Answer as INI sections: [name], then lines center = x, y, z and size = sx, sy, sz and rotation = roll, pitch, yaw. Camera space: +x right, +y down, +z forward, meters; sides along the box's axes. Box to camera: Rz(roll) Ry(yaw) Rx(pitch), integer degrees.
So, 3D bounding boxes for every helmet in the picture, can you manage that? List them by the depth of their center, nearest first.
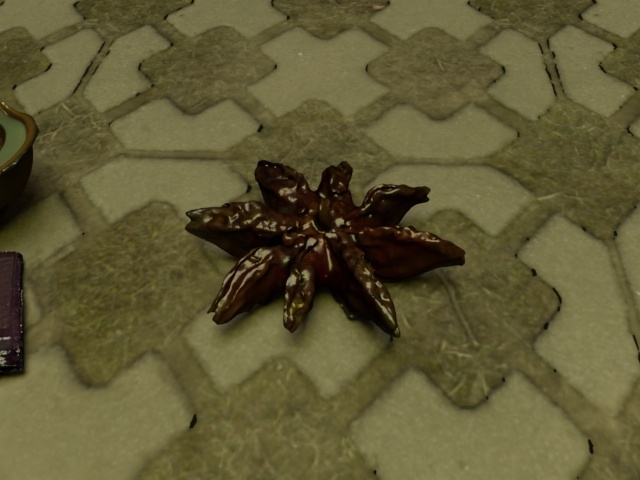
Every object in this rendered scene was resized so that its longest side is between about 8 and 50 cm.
[helmet]
center = -0.418, -0.074, 0.783
size = 0.224, 0.130, 0.199
rotation = 9, 45, -3

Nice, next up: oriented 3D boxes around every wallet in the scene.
[wallet]
center = -0.342, 0.072, 0.691
size = 0.111, 0.030, 0.166
rotation = -15, 43, -12

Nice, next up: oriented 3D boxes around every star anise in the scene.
[star anise]
center = 0.000, 0.001, 0.713
size = 0.288, 0.088, 0.288
rotation = -2, 45, 2
